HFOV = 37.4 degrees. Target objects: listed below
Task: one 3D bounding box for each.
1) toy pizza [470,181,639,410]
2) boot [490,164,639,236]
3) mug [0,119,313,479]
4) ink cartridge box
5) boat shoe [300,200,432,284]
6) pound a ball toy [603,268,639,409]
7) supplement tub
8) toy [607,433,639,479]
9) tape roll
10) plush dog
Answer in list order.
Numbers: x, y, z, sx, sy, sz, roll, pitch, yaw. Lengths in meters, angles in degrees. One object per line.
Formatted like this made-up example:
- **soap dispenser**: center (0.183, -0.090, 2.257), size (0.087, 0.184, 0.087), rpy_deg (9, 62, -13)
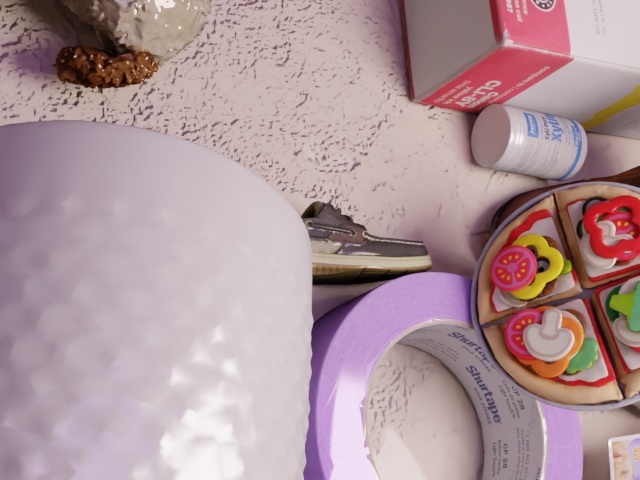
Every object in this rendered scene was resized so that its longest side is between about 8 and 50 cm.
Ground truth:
- **toy pizza**: center (0.219, 0.040, 0.786), size (0.032, 0.201, 0.201), rpy_deg (40, 48, -56)
- **boot**: center (0.337, -0.053, 0.927), size (0.264, 0.280, 0.096), rpy_deg (-3, 73, -31)
- **mug**: center (-0.127, 0.166, 0.593), size (0.374, 0.276, 0.328), rpy_deg (54, 31, -52)
- **ink cartridge box**: center (0.286, -0.278, 1.052), size (0.384, 0.160, 0.279), rpy_deg (4, 71, -28)
- **boat shoe**: center (-0.001, 0.000, 0.837), size (0.223, 0.080, 0.074), rpy_deg (0, 78, -25)
- **pound a ball toy**: center (0.328, 0.058, 0.942), size (0.319, 0.135, 0.208), rpy_deg (29, 63, -46)
- **supplement tub**: center (0.223, -0.103, 1.008), size (0.107, 0.071, 0.071), rpy_deg (7, 70, -29)
- **toy**: center (0.342, 0.303, 0.906), size (0.136, 0.056, 0.238), rpy_deg (-1, 87, -29)
- **tape roll**: center (0.096, 0.171, 0.827), size (0.274, 0.090, 0.275), rpy_deg (10, 68, -26)
- **plush dog**: center (-0.168, -0.252, 0.779), size (0.225, 0.210, 0.263), rpy_deg (56, 49, -41)
